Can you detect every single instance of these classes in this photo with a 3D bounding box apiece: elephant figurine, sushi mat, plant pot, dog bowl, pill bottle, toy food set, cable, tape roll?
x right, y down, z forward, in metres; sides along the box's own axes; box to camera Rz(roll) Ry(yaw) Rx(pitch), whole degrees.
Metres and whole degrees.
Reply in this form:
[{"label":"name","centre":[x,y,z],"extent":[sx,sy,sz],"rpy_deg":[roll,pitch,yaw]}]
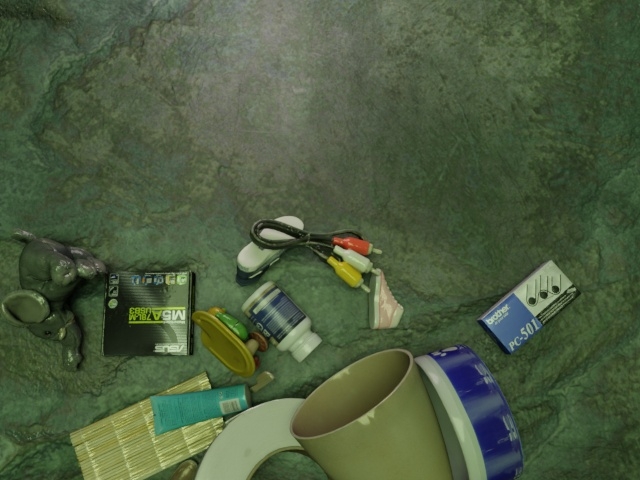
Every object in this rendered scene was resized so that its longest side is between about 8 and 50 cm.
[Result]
[{"label":"elephant figurine","centre":[-0.573,0.129,1.127],"extent":[0.186,0.169,0.239],"rpy_deg":[32,97,34]},{"label":"sushi mat","centre":[-0.359,0.412,1.134],"extent":[0.317,0.019,0.151],"rpy_deg":[-24,81,-5]},{"label":"plant pot","centre":[0.123,0.384,0.983],"extent":[0.257,0.256,0.273],"rpy_deg":[-32,96,-6]},{"label":"dog bowl","centre":[0.268,0.337,1.026],"extent":[0.104,0.265,0.264],"rpy_deg":[-18,80,-8]},{"label":"pill bottle","centre":[-0.079,0.174,1.141],"extent":[0.094,0.094,0.169],"rpy_deg":[-44,82,-8]},{"label":"toy food set","centre":[-0.172,0.215,1.137],"extent":[0.218,0.128,0.071],"rpy_deg":[42,50,9]},{"label":"cable","centre":[0.000,0.000,1.150],"extent":[0.288,0.072,0.139],"rpy_deg":[26,62,-13]},{"label":"tape roll","centre":[-0.056,0.501,1.025],"extent":[0.393,0.072,0.391],"rpy_deg":[7,63,-14]}]

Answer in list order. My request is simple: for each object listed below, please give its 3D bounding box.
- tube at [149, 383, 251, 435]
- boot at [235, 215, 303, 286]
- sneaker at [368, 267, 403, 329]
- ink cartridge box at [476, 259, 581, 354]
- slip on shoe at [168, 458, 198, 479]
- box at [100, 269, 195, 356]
[{"label":"tube","centre":[-0.249,0.343,1.115],"extent":[0.207,0.052,0.080],"rpy_deg":[-12,77,2]},{"label":"boot","centre":[-0.116,0.021,1.188],"extent":[0.069,0.086,0.190],"rpy_deg":[42,54,15]},{"label":"sneaker","centre":[0.144,0.129,1.176],"extent":[0.070,0.051,0.134],"rpy_deg":[5,73,-12]},{"label":"ink cartridge box","centre":[0.453,0.145,1.174],"extent":[0.207,0.046,0.097],"rpy_deg":[-38,81,-6]},{"label":"slip on shoe","centre":[-0.299,0.514,1.102],"extent":[0.051,0.041,0.135],"rpy_deg":[39,82,4]},{"label":"box","centre":[-0.371,0.158,1.168],"extent":[0.191,0.045,0.184],"rpy_deg":[0,77,0]}]
